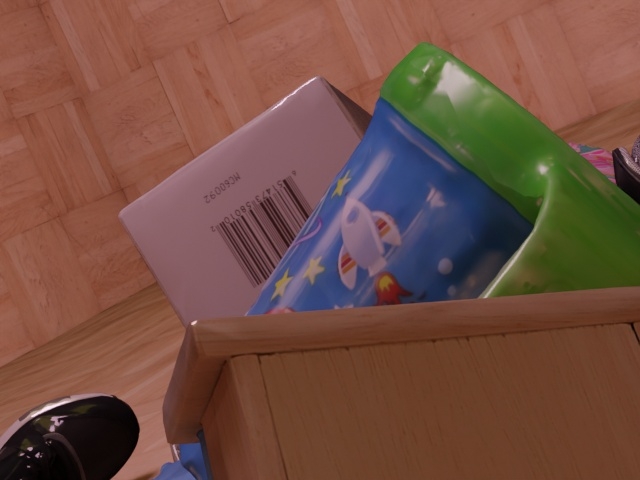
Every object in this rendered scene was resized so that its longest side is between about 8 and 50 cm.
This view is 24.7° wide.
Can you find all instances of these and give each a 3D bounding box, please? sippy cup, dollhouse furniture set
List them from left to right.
[{"bbox_3d":[0.061,0.064,0.695,0.224,0.240,0.305,-48,-39,5],"label":"sippy cup"},{"bbox_3d":[0.063,0.179,0.467,0.286,0.198,0.303,-3,-34,-19],"label":"dollhouse furniture set"}]

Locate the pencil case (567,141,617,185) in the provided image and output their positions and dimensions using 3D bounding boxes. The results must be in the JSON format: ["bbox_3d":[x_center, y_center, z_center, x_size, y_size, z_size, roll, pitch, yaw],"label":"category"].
[{"bbox_3d":[0.249,-0.025,1.399,0.124,0.124,0.284,-23,6,12],"label":"pencil case"}]

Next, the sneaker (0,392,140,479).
[{"bbox_3d":[-0.277,0.241,1.295,0.283,0.107,0.124,-29,21,-15],"label":"sneaker"}]

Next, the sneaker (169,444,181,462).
[{"bbox_3d":[-0.082,0.163,1.278,0.083,0.118,0.222,0,36,3],"label":"sneaker"}]

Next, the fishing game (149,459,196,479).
[{"bbox_3d":[-0.046,0.141,1.068,0.189,0.041,0.264,-34,6,19],"label":"fishing game"}]

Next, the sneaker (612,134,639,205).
[{"bbox_3d":[0.206,0.004,0.902,0.101,0.153,0.268,-15,12,-21],"label":"sneaker"}]

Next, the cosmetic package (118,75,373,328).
[{"bbox_3d":[0.000,0.000,1.235,0.197,0.155,0.365,-34,-8,7],"label":"cosmetic package"}]
